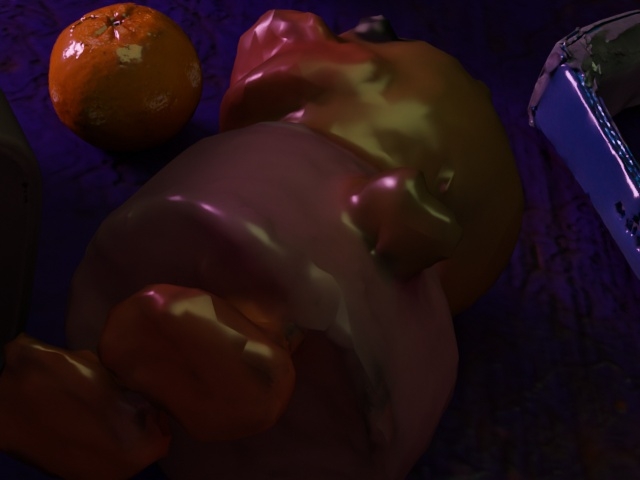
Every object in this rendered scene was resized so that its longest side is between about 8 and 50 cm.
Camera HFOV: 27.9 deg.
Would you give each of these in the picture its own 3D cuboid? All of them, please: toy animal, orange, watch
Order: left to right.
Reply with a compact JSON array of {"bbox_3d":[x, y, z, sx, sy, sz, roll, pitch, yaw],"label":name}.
[{"bbox_3d":[-0.103,-0.088,0.690,0.083,0.070,0.083,5,41,-4],"label":"orange"},{"bbox_3d":[0.003,0.002,0.558,0.169,0.195,0.281,50,41,-20],"label":"toy animal"},{"bbox_3d":[0.222,-0.016,0.719,0.276,0.068,0.274,-26,60,-38],"label":"watch"}]

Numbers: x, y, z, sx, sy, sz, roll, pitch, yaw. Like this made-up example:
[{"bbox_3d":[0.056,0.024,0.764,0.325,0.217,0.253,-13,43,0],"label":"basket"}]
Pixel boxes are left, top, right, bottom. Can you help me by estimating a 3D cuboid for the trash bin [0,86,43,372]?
[{"bbox_3d":[-0.241,-0.054,0.517,0.220,0.219,0.250,-18,57,-30],"label":"trash bin"}]
